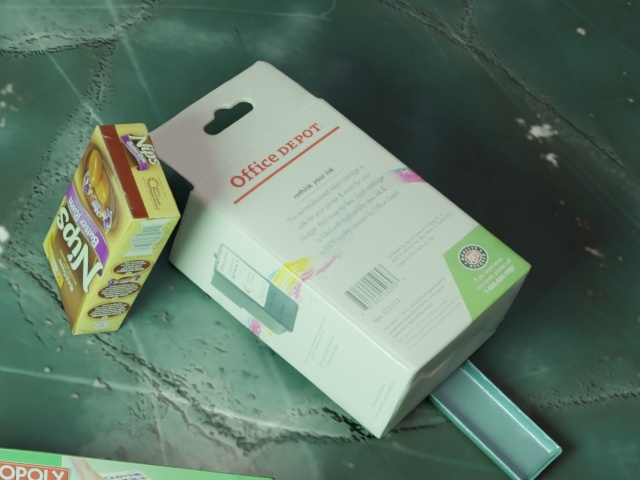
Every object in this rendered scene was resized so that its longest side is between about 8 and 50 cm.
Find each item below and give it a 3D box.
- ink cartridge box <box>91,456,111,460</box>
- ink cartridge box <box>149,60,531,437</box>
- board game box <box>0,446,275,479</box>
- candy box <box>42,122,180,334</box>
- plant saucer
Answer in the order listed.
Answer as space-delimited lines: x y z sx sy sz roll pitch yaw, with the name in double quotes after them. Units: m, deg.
-0.336 0.280 1.506 0.371 0.069 0.176 -4 57 -22 "ink cartridge box"
0.000 0.000 1.809 0.353 0.119 0.207 40 50 15 "ink cartridge box"
-0.188 0.278 1.496 0.317 0.046 0.213 9 52 -17 "board game box"
-0.196 -0.008 1.697 0.053 0.187 0.109 -5 57 -29 "candy box"
0.150 0.162 1.825 0.192 0.018 0.067 44 50 12 "plant saucer"
